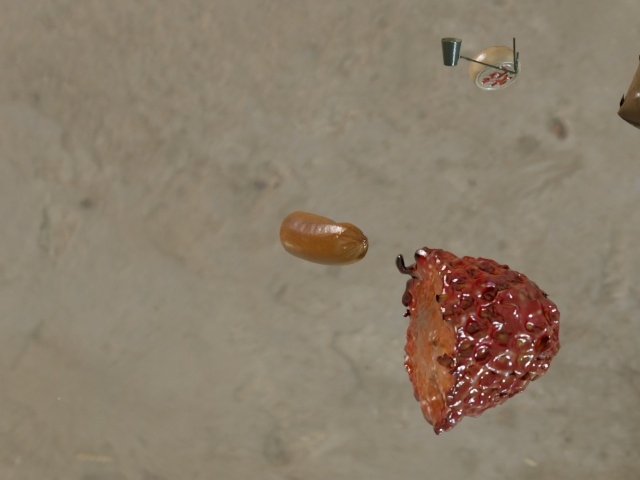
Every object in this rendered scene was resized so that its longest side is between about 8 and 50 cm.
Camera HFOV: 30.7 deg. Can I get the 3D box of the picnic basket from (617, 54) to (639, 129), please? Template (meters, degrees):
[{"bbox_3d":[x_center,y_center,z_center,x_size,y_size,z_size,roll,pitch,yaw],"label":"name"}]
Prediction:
[{"bbox_3d":[0.442,-0.140,0.922,0.254,0.321,0.291,0,117,-39],"label":"picnic basket"}]

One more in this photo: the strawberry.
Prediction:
[{"bbox_3d":[0.195,0.114,1.420,0.178,0.234,0.233,-2,83,-11],"label":"strawberry"}]

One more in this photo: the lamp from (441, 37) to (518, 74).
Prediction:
[{"bbox_3d":[0.244,-0.282,1.794,0.121,0.041,0.054,1,113,-2],"label":"lamp"}]

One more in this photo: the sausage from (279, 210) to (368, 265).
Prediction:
[{"bbox_3d":[0.000,0.000,1.420,0.054,0.183,0.062,-41,117,-19],"label":"sausage"}]

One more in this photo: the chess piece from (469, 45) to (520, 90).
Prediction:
[{"bbox_3d":[0.283,-0.279,1.893,0.084,0.083,0.038,-4,62,-13],"label":"chess piece"}]
